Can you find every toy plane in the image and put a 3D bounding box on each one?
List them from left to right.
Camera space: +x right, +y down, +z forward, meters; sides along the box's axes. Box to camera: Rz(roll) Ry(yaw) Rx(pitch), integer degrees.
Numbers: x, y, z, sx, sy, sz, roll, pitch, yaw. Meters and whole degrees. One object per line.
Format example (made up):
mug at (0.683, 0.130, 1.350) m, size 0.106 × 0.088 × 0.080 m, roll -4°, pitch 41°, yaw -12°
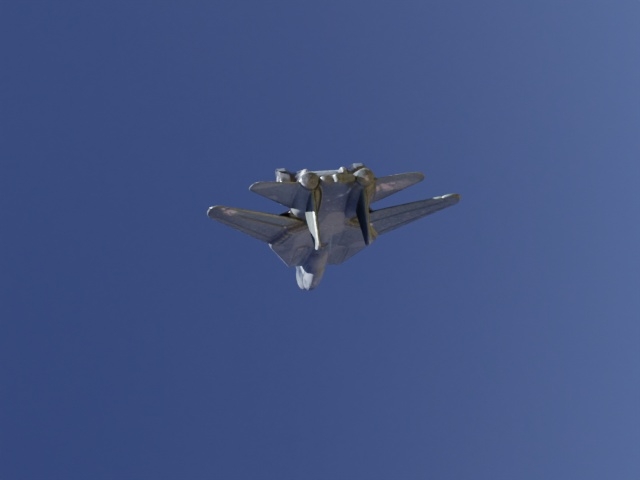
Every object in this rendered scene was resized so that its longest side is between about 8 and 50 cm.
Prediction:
toy plane at (-0.001, -0.012, 1.103) m, size 0.267 × 0.212 × 0.088 m, roll 121°, pitch 145°, yaw -76°
